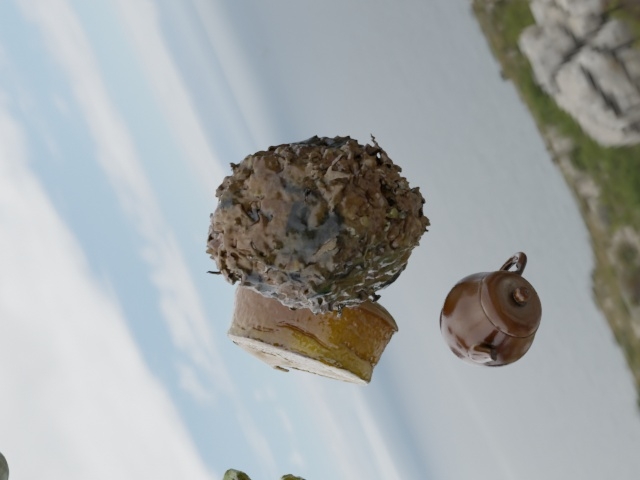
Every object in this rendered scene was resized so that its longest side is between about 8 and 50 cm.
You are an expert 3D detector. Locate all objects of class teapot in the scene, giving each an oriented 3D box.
[{"bbox_3d":[0.198,0.076,1.466,0.173,0.116,0.116,-65,-35,-41],"label":"teapot"}]

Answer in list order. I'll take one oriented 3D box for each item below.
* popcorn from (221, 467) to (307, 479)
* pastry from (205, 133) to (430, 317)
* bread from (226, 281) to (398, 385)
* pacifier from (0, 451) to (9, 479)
[{"bbox_3d":[-0.076,0.434,1.972,0.212,0.198,0.198,38,178,0],"label":"popcorn"},{"bbox_3d":[0.000,0.000,1.560,0.275,0.275,0.192,68,-179,-50],"label":"pastry"},{"bbox_3d":[-0.015,0.129,2.038,0.270,0.142,0.195,12,163,34],"label":"bread"},{"bbox_3d":[-0.550,0.330,1.872,0.287,0.226,0.238,2,-101,-85],"label":"pacifier"}]
